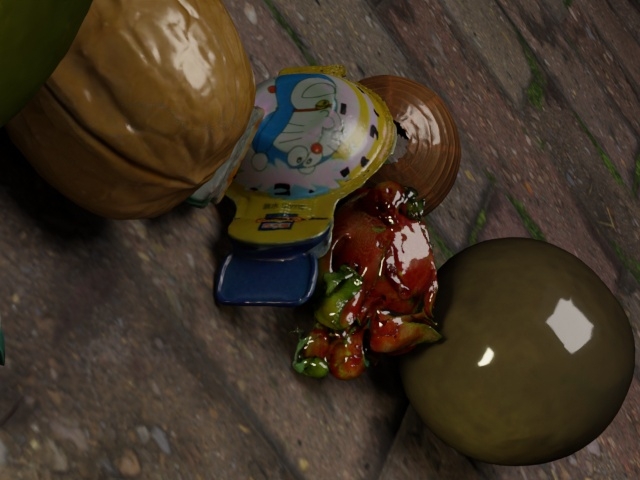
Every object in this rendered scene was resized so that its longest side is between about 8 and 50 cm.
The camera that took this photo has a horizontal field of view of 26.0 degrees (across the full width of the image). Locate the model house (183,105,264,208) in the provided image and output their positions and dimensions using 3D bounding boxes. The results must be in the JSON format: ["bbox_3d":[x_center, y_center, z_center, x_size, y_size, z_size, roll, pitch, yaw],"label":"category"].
[{"bbox_3d":[-0.103,-0.078,1.016,0.100,0.088,0.100,25,1,4],"label":"model house"}]

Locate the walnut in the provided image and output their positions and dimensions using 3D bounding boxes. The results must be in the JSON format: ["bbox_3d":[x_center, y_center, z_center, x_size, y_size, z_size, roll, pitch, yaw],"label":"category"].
[{"bbox_3d":[-0.133,-0.114,0.889,0.197,0.165,0.165,58,25,4],"label":"walnut"}]

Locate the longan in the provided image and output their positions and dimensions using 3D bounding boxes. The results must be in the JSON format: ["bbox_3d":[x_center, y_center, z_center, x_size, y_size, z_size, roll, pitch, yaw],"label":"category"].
[{"bbox_3d":[0.164,0.092,1.164,0.197,0.196,0.220,55,13,-5],"label":"longan"}]

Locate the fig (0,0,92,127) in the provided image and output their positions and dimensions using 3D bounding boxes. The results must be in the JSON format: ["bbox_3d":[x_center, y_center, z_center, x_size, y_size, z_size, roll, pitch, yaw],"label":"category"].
[{"bbox_3d":[-0.246,-0.174,0.645,0.316,0.316,0.316,42,30,-30],"label":"fig"}]

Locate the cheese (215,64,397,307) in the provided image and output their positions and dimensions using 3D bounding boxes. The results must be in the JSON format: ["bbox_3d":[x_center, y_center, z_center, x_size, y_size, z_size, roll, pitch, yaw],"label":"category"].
[{"bbox_3d":[-0.021,-0.051,1.068,0.064,0.156,0.250,72,21,-50],"label":"cheese"}]

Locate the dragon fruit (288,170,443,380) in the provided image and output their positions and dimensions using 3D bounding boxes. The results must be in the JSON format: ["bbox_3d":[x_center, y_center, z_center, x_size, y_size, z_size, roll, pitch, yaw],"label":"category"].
[{"bbox_3d":[0.035,0.032,1.077,0.142,0.138,0.175,23,43,19],"label":"dragon fruit"}]

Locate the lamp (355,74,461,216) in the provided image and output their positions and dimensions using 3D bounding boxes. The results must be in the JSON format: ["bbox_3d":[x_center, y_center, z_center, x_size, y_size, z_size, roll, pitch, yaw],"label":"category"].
[{"bbox_3d":[0.059,-0.080,1.232,0.136,0.136,0.136,42,30,-30],"label":"lamp"}]

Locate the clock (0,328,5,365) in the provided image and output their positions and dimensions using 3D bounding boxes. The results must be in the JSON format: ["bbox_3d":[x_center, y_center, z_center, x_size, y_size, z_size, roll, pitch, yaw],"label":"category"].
[{"bbox_3d":[-0.211,0.038,0.725,0.135,0.041,0.101,44,28,-29],"label":"clock"}]
